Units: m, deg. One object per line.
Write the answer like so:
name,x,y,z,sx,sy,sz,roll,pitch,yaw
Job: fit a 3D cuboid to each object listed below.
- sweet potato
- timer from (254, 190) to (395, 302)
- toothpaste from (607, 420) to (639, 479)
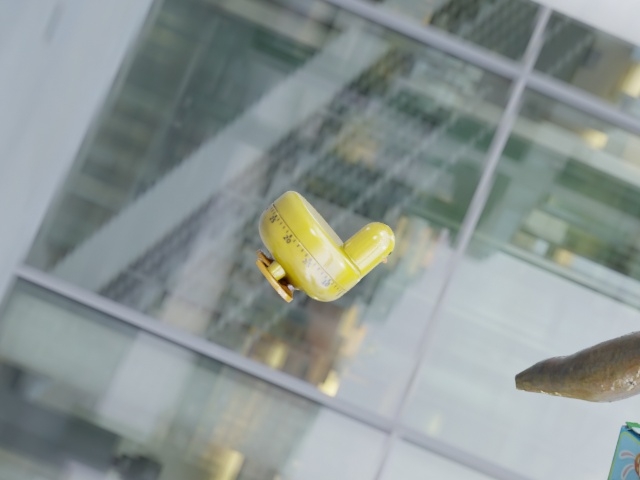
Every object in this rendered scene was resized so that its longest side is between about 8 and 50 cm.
sweet potato,0.327,0.152,1.989,0.244,0.077,0.077,-25,-147,44
timer,0.000,0.000,1.547,0.109,0.107,0.107,-40,-176,4
toothpaste,0.209,0.244,1.157,0.050,0.065,0.266,39,-53,49
